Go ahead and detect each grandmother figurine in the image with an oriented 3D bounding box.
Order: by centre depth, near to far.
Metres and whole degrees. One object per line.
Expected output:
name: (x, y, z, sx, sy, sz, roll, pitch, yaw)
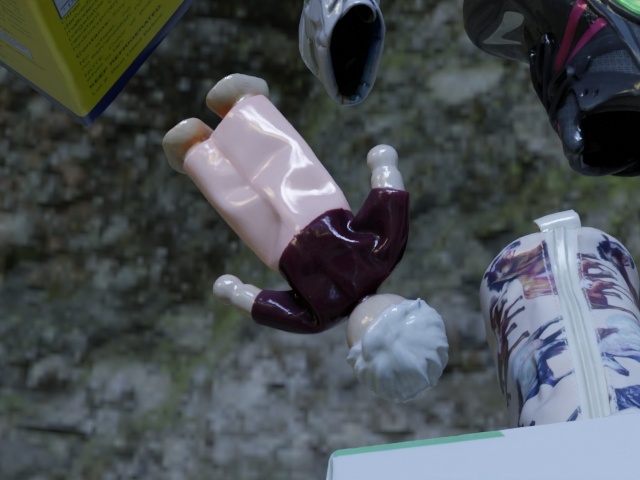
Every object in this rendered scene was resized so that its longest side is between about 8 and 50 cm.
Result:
grandmother figurine: (0.000, 0.000, 1.599, 0.208, 0.342, 0.104, -47, -28, 21)

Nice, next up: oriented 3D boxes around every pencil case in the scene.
pencil case: (0.241, 0.142, 1.618, 0.160, 0.410, 0.183, 1, -58, -3)

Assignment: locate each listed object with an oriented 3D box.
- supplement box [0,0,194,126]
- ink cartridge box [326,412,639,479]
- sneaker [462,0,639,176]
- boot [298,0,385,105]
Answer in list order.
supplement box: (-0.189, -0.255, 1.146, 0.195, 0.194, 0.356, 35, -13, 11)
ink cartridge box: (0.128, 0.266, 1.138, 0.211, 0.121, 0.289, -8, -56, 6)
sneaker: (0.288, -0.179, 1.898, 0.185, 0.483, 0.202, 36, -91, -37)
boot: (0.033, -0.262, 1.750, 0.095, 0.123, 0.258, -6, -59, -13)
